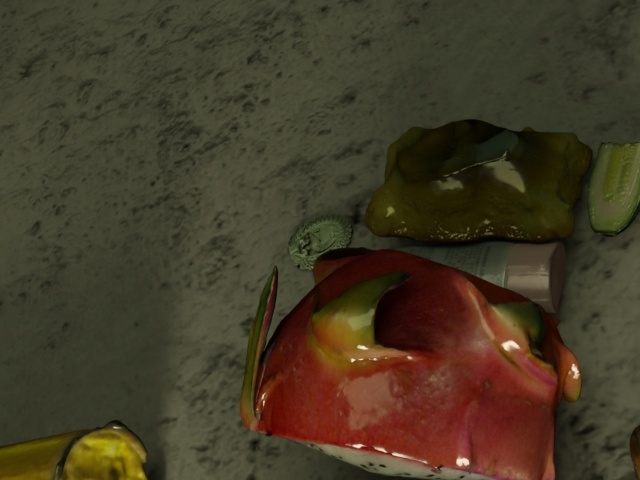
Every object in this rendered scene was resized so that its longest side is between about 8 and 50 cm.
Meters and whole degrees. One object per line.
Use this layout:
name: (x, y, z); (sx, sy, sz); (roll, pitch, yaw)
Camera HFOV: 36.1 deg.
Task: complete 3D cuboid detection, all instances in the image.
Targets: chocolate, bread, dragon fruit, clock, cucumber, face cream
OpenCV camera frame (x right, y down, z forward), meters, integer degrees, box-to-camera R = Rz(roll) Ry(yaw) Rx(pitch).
chocolate: (-0.395, 0.303, 1.093); (0.445, 0.162, 0.162); (-13, 51, 28)
bread: (0.163, -0.068, 1.052); (0.233, 0.088, 0.161); (-4, 32, 26)
dragon fruit: (0.086, 0.103, 0.848); (0.291, 0.291, 0.189); (8, 81, 35)
clock: (0.000, 0.000, 1.169); (0.083, 0.010, 0.074); (-27, 47, 10)
cucumber: (0.309, -0.049, 1.008); (0.067, 0.035, 0.107); (3, 66, 44)
face cream: (0.151, 0.039, 1.020); (0.198, 0.057, 0.084); (0, 54, 28)

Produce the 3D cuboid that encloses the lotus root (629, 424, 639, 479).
lotus root: (0.369, 0.140, 0.764); (0.261, 0.074, 0.170); (-25, 16, 8)
